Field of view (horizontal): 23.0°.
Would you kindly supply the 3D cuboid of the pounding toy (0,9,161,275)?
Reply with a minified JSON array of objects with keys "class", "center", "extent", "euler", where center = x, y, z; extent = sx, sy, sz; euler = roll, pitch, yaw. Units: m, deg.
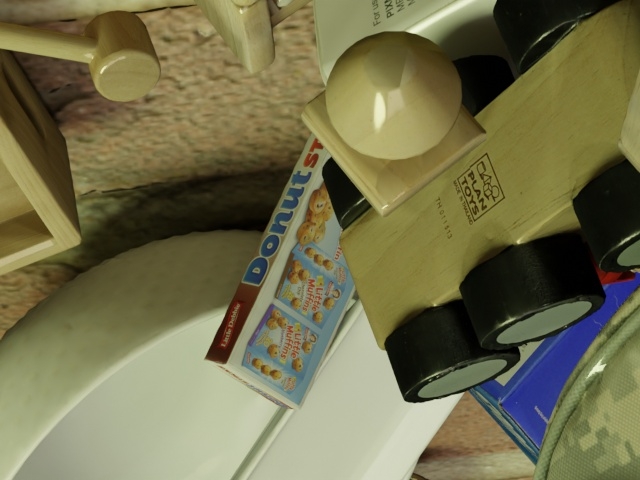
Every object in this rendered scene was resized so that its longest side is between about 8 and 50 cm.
[{"class":"pounding toy","center":[-0.182,-0.076,0.789],"extent":[0.206,0.094,0.181],"euler":[-21,138,4]}]

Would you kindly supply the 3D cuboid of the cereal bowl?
[{"class":"cereal bowl","center":[-0.101,0.127,0.987],"extent":[0.339,0.141,0.339],"euler":[-25,139,-25]}]

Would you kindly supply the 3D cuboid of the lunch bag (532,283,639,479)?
[{"class":"lunch bag","center":[0.245,0.049,0.548],"extent":[0.305,0.212,0.256],"euler":[-12,167,-47]}]

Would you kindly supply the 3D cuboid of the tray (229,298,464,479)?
[{"class":"tray","center":[-0.007,0.143,0.952],"extent":[0.145,0.030,0.270],"euler":[18,110,-49]}]

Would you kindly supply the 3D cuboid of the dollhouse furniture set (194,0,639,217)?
[{"class":"dollhouse furniture set","center":[0.071,-0.197,0.511],"extent":[0.303,0.355,0.174],"euler":[-36,164,-7]}]

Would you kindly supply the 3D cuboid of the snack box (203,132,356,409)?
[{"class":"snack box","center":[0.000,0.000,0.861],"extent":[0.022,0.178,0.064],"euler":[11,161,46]}]

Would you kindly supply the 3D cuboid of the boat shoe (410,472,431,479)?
[{"class":"boat shoe","center":[-0.064,0.230,1.210],"extent":[0.324,0.123,0.116],"euler":[-11,142,4]}]

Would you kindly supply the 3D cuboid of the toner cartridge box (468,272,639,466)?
[{"class":"toner cartridge box","center":[0.202,0.092,1.021],"extent":[0.165,0.075,0.348],"euler":[-46,142,-3]}]

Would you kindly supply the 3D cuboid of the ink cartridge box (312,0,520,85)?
[{"class":"ink cartridge box","center":[0.156,-0.130,0.742],"extent":[0.273,0.114,0.197],"euler":[-28,140,26]}]

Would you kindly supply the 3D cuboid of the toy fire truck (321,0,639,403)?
[{"class":"toy fire truck","center":[0.162,-0.011,0.712],"extent":[0.246,0.158,0.217],"euler":[-7,157,-36]}]
